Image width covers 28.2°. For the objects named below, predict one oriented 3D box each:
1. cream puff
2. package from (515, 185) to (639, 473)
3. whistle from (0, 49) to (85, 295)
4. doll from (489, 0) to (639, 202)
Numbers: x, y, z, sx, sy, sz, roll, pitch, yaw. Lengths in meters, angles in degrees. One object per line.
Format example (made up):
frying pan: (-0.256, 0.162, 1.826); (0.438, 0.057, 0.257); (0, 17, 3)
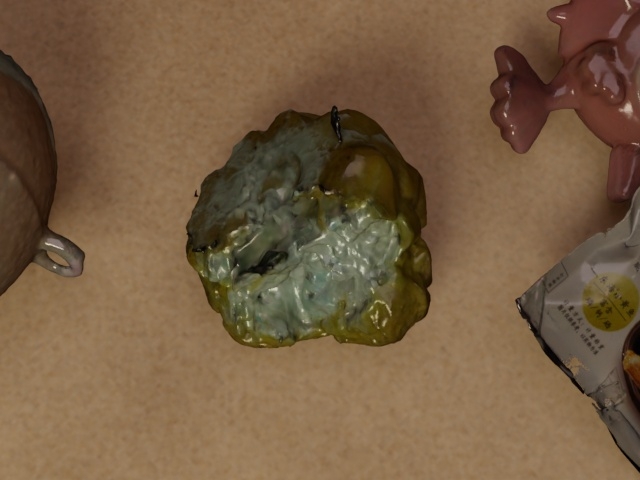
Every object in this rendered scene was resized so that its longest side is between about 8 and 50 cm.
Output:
cream puff: (0.001, 0.001, 0.760); (0.156, 0.156, 0.121); (16, 29, 1)
package: (0.222, 0.046, 0.772); (0.173, 0.027, 0.171); (-42, 101, -12)
whistle: (-0.286, -0.068, 0.706); (0.348, 0.189, 0.189); (26, 71, -12)
doll: (0.231, -0.123, 0.820); (0.262, 0.093, 0.211); (-13, 86, -9)
